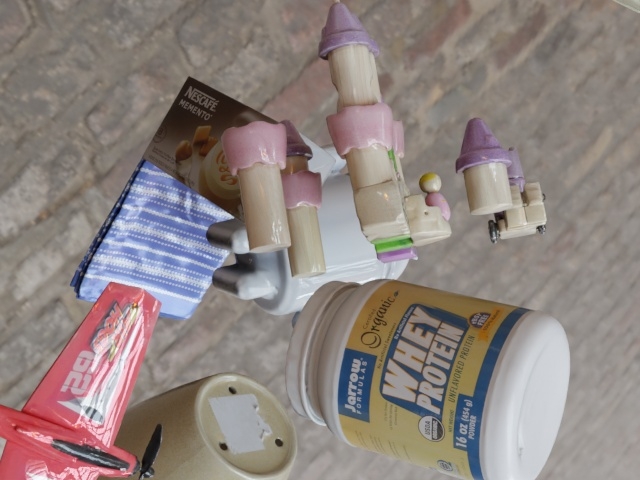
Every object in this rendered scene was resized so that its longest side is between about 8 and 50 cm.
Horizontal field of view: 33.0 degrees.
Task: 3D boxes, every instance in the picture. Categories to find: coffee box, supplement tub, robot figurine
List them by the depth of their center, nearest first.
[{"bbox_3d":[0.087,0.111,0.880,0.144,0.199,0.144,-29,124,-54],"label":"supplement tub"},{"bbox_3d":[-0.116,-0.113,1.495,0.098,0.246,0.141,31,91,-50],"label":"coffee box"},{"bbox_3d":[0.000,0.000,1.715,0.353,0.200,0.300,-11,106,-29],"label":"robot figurine"}]

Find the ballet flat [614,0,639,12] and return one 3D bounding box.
[{"bbox_3d":[0.292,-0.329,1.230,0.086,0.248,0.086,-62,-173,13],"label":"ballet flat"}]

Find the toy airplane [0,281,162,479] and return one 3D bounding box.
[{"bbox_3d":[-0.133,0.078,0.455,0.151,0.028,0.151,-7,104,-32],"label":"toy airplane"}]

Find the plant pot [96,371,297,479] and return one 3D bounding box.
[{"bbox_3d":[-0.155,0.269,1.188,0.256,0.256,0.274,-5,148,-47],"label":"plant pot"}]

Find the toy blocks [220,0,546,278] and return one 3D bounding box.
[{"bbox_3d":[0.068,-0.122,1.157,0.309,0.260,0.288,-10,169,7],"label":"toy blocks"}]

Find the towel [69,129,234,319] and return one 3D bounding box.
[{"bbox_3d":[-0.247,-0.011,1.826,0.243,0.040,0.336,17,116,-35],"label":"towel"}]
